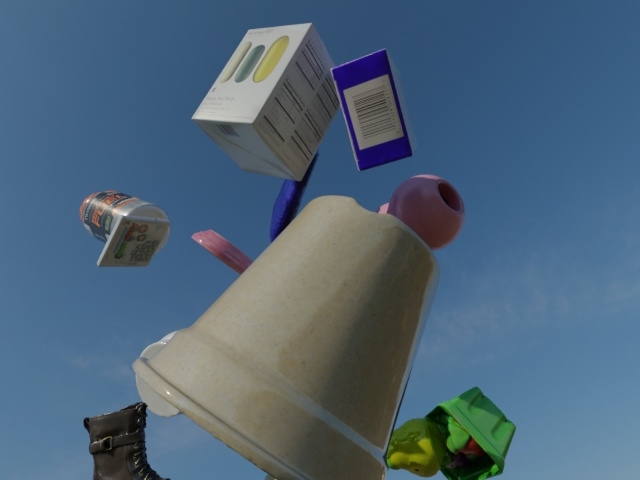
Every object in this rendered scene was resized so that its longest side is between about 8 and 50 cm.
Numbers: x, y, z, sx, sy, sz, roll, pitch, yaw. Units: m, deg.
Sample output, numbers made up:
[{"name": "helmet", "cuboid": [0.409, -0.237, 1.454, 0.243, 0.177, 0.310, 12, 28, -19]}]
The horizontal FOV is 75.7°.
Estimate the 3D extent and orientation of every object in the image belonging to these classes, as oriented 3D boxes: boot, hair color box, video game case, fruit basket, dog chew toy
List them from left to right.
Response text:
[{"name": "video game case", "cuboid": [-0.494, 0.006, 1.096, 0.143, 0.019, 0.157, 6, -58, -58]}, {"name": "boot", "cuboid": [-0.411, 0.487, 0.931, 0.262, 0.229, 0.091, -5, -24, -5]}, {"name": "hair color box", "cuboid": [0.127, -0.262, 0.854, 0.109, 0.339, 0.186, -13, -78, 19]}, {"name": "dog chew toy", "cuboid": [0.233, -0.034, 1.150, 0.206, 0.207, 0.331, 21, -40, -29]}, {"name": "fruit basket", "cuboid": [0.397, 0.680, 1.352, 0.391, 0.283, 0.392, -34, -26, -19]}]

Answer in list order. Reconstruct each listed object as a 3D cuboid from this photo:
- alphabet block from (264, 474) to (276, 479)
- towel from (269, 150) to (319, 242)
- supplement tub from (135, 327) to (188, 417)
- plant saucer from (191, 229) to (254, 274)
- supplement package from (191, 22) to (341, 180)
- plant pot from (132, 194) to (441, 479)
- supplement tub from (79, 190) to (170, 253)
[{"name": "alphabet block", "cuboid": [-0.037, 0.703, 1.077, 0.192, 0.197, 0.193, 44, -74, -10]}, {"name": "towel", "cuboid": [-0.086, -0.161, 1.263, 0.076, 0.228, 0.309, 20, -67, -6]}, {"name": "supplement tub", "cuboid": [-0.364, 0.383, 1.272, 0.241, 0.241, 0.331, -36, -15, 19]}, {"name": "plant saucer", "cuboid": [-0.415, 0.059, 1.831, 0.084, 0.332, 0.332, -54, -50, -10]}, {"name": "supplement package", "cuboid": [-0.105, -0.308, 0.932, 0.198, 0.199, 0.263, 46, -114, -51]}, {"name": "plant pot", "cuboid": [-0.003, 0.121, 0.539, 0.306, 0.333, 0.334, -56, -45, -22]}, {"name": "supplement tub", "cuboid": [-0.707, -0.068, 1.475, 0.315, 0.194, 0.194, 17, -37, 32]}]
